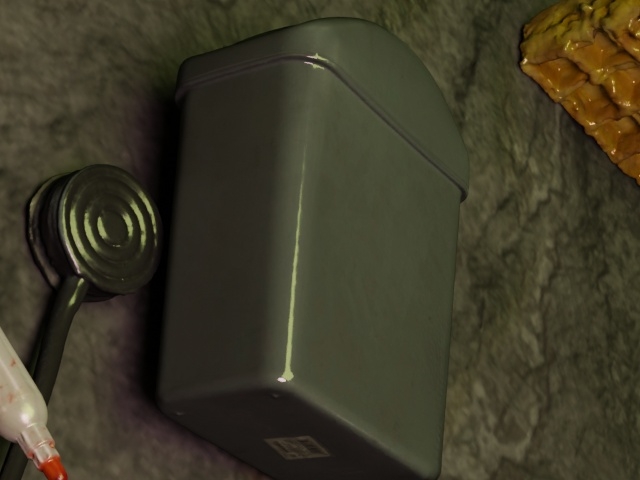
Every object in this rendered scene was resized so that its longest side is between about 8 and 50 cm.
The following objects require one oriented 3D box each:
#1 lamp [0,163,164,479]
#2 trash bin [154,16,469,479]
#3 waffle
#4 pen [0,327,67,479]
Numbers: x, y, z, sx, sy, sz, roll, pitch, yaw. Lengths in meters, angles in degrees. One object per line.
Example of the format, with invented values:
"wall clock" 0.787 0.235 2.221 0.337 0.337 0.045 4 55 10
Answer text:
"lamp" -0.117 0.097 0.707 0.130 0.108 0.371 50 41 -18
"trash bin" 0.000 0.000 0.885 0.176 0.101 0.236 39 47 -49
"waffle" 0.294 -0.115 1.201 0.229 0.219 0.057 39 48 -28
"pen" -0.159 0.016 0.700 0.026 0.026 0.218 -5 51 -50
